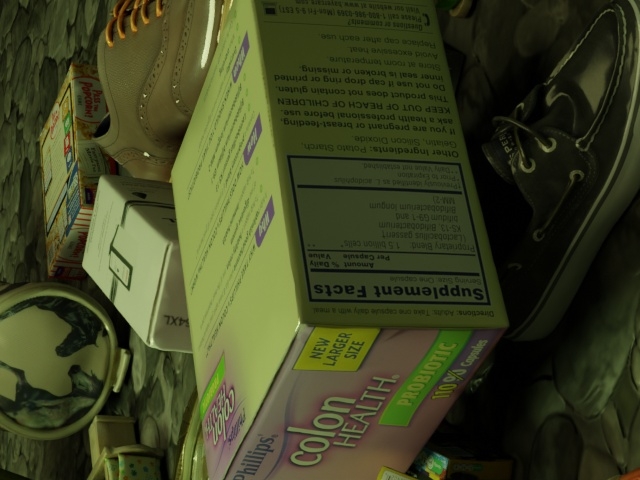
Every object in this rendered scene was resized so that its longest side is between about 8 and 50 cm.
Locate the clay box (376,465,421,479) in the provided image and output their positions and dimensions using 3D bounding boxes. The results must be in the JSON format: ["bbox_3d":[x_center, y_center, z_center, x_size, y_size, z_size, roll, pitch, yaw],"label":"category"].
[{"bbox_3d":[0.050,0.249,0.976,0.127,0.053,0.222,16,81,43],"label":"clay box"}]

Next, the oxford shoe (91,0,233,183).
[{"bbox_3d":[-0.114,-0.157,1.416,0.364,0.132,0.130,112,-178,-51],"label":"oxford shoe"}]

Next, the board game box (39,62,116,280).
[{"bbox_3d":[-0.269,-0.076,1.975,0.147,0.045,0.193,125,143,-50],"label":"board game box"}]

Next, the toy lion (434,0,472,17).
[{"bbox_3d":[0.098,-0.207,1.153,0.100,0.034,0.096,135,143,-57],"label":"toy lion"}]

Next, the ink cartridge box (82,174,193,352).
[{"bbox_3d":[-0.084,0.020,1.376,0.203,0.148,0.086,-144,64,-63],"label":"ink cartridge box"}]

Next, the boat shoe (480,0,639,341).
[{"bbox_3d":[0.122,-0.040,0.989,0.080,0.076,0.228,-109,33,-46],"label":"boat shoe"}]

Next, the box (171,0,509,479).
[{"bbox_3d":[0.000,0.000,1.052,0.213,0.117,0.243,116,151,-52],"label":"box"}]

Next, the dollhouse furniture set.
[{"bbox_3d":[-0.232,0.227,1.660,0.101,0.161,0.182,122,145,-46],"label":"dollhouse furniture set"}]

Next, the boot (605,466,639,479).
[{"bbox_3d":[0.170,0.179,0.853,0.084,0.059,0.158,-41,46,52],"label":"boot"}]

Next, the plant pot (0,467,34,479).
[{"bbox_3d":[-0.374,0.329,1.804,0.275,0.293,0.275,-175,90,-68],"label":"plant pot"}]

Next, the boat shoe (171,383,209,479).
[{"bbox_3d":[-0.098,0.190,1.516,0.056,0.048,0.153,161,120,-79],"label":"boat shoe"}]

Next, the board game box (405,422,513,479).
[{"bbox_3d":[0.055,0.185,1.133,0.170,0.048,0.141,-158,73,-66],"label":"board game box"}]

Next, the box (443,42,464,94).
[{"bbox_3d":[0.014,-0.080,1.284,0.231,0.056,0.183,-133,53,-61],"label":"box"}]

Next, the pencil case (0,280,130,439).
[{"bbox_3d":[-0.344,0.117,1.944,0.410,0.183,0.160,-177,88,-65],"label":"pencil case"}]
